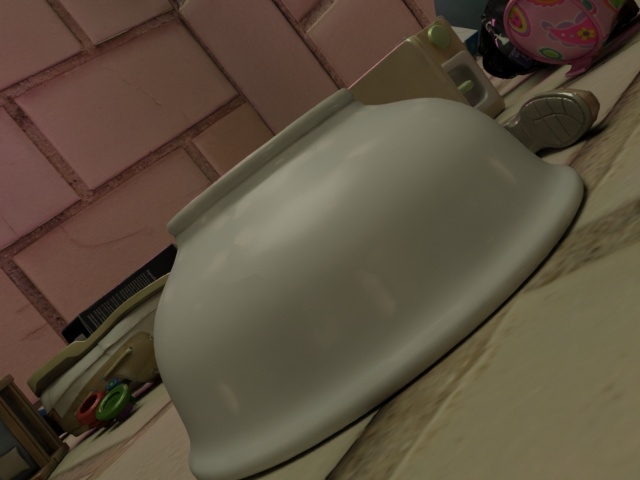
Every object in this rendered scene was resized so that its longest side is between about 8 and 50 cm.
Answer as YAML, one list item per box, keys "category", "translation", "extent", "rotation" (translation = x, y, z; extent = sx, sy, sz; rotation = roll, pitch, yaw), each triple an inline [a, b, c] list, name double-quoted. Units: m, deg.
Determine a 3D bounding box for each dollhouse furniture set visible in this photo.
- category: "dollhouse furniture set"
  translation: [-0.438, 0.284, 1.059]
  extent: [0.184, 0.129, 0.129]
  rotation: [-37, 5, 0]

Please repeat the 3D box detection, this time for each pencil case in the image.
- category: "pencil case"
  translation: [0.314, -0.317, 0.962]
  extent: [0.284, 0.124, 0.124]
  rotation: [-56, 12, -24]

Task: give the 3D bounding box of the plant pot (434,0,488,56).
- category: "plant pot"
  translation: [0.410, -0.521, 1.781]
  extent: [0.290, 0.290, 0.195]
  rotation: [-39, 34, -16]

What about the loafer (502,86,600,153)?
- category: "loafer"
  translation: [0.175, -0.092, 0.651]
  extent: [0.039, 0.045, 0.125]
  rotation: [-33, 0, -19]

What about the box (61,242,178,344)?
- category: "box"
  translation: [-0.308, 0.118, 1.426]
  extent: [0.207, 0.108, 0.153]
  rotation: [-40, 5, -30]

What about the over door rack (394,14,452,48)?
- category: "over door rack"
  translation: [0.146, -0.230, 1.555]
  extent: [0.324, 0.108, 0.239]
  rotation: [-59, -6, 30]

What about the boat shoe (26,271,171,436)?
- category: "boat shoe"
  translation: [-0.239, 0.139, 1.123]
  extent: [0.302, 0.103, 0.113]
  rotation: [-38, -8, 10]

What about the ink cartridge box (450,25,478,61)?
- category: "ink cartridge box"
  translation: [0.194, -0.230, 1.325]
  extent: [0.060, 0.180, 0.104]
  rotation: [16, 36, 26]

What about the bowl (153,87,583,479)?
- category: "bowl"
  translation: [0.000, 0.000, 0.534]
  extent: [0.298, 0.134, 0.298]
  rotation: [-38, 4, 3]

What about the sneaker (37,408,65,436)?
- category: "sneaker"
  translation: [-0.461, 0.318, 1.284]
  extent: [0.232, 0.090, 0.081]
  rotation: [-13, -15, -44]

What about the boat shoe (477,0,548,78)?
- category: "boat shoe"
  translation: [0.287, -0.294, 1.264]
  extent: [0.113, 0.127, 0.340]
  rotation: [-58, 6, 10]

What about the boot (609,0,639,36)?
- category: "boot"
  translation: [0.334, -0.256, 1.009]
  extent: [0.087, 0.042, 0.118]
  rotation: [-33, 7, 28]

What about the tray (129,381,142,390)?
- category: "tray"
  translation: [-0.256, 0.175, 1.340]
  extent: [0.145, 0.030, 0.270]
  rotation: [-34, 6, 32]

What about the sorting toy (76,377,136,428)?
- category: "sorting toy"
  translation: [-0.251, 0.204, 1.037]
  extent: [0.102, 0.042, 0.061]
  rotation: [-16, 35, 44]

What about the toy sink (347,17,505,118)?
- category: "toy sink"
  translation: [0.141, -0.190, 1.143]
  extent: [0.131, 0.152, 0.234]
  rotation: [-40, 5, -29]
